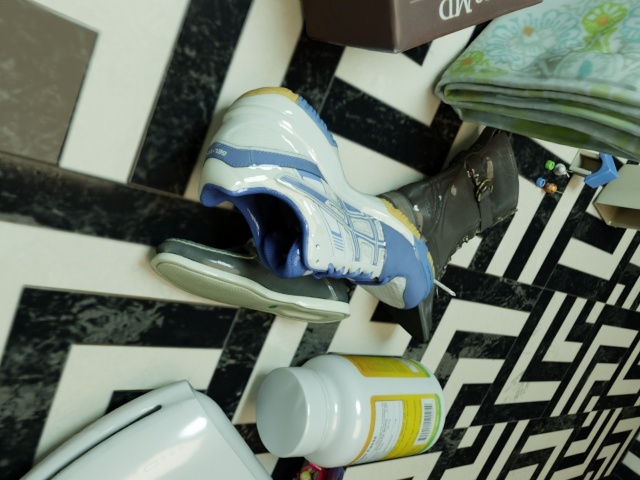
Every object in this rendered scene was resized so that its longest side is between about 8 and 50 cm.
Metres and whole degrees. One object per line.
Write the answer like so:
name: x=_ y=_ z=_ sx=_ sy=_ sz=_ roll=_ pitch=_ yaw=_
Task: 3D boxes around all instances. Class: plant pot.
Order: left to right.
plant pot: x=0.606 y=-0.083 z=0.949 sx=0.109 sy=0.109 sz=0.096 roll=31 pitch=81 yaw=-43

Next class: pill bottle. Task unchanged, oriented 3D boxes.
pill bottle: x=0.042 y=0.222 z=0.663 sx=0.245 sy=0.136 sz=0.136 roll=14 pitch=105 yaw=-41

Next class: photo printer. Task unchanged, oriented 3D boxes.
photo printer: x=-0.187 y=0.312 z=0.560 sx=0.256 sy=0.107 sz=0.308 roll=-34 pitch=130 yaw=-18

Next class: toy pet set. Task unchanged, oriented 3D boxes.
toy pet set: x=0.433 y=-0.121 z=0.819 sx=0.114 sy=0.065 sz=0.122 roll=16 pitch=104 yaw=-41

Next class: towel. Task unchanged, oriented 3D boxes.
towel: x=0.345 y=-0.241 z=0.515 sx=0.374 sy=0.320 sz=0.090 roll=-45 pitch=130 yaw=-7

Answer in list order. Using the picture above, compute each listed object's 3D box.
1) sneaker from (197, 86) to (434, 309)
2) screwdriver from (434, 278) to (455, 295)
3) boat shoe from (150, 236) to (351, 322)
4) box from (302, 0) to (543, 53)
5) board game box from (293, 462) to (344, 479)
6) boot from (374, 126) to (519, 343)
sneaker: x=0.000 y=0.000 z=0.492 sx=0.296 sy=0.111 sz=0.131 roll=43 pitch=54 yaw=-27
screwdriver: x=0.087 y=0.014 z=0.583 sx=0.024 sy=0.170 sz=0.025 roll=-54 pitch=171 yaw=-19
boat shoe: x=-0.066 y=0.032 z=0.535 sx=0.233 sy=0.084 sz=0.079 roll=17 pitch=65 yaw=-35
box: x=0.070 y=-0.360 z=0.368 sx=0.191 sy=0.143 sz=0.382 roll=-28 pitch=129 yaw=-23
board game box: x=-0.022 y=0.357 z=0.702 sx=0.033 sy=0.168 sz=0.133 roll=31 pitch=82 yaw=-5
boot: x=0.187 y=-0.005 z=0.681 sx=0.229 sy=0.091 sz=0.263 roll=-27 pitch=125 yaw=-22
